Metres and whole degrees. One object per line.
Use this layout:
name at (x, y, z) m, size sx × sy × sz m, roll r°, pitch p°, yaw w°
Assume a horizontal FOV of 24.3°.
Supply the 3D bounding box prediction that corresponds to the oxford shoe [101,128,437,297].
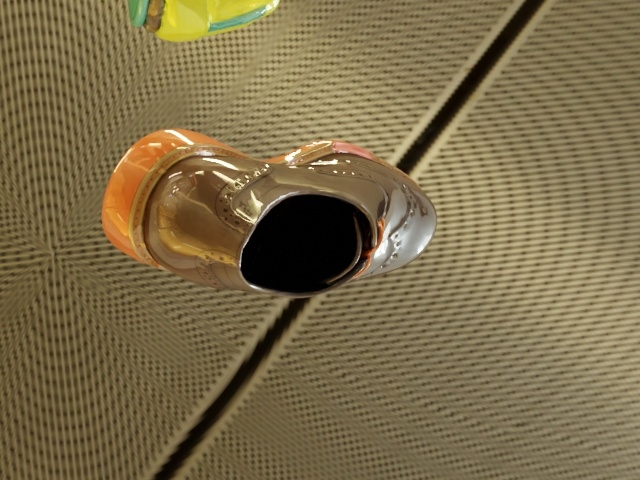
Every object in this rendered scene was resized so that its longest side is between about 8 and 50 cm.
oxford shoe at (0.000, 0.000, 0.843) m, size 0.098 × 0.271 × 0.097 m, roll 27°, pitch -74°, yaw 33°

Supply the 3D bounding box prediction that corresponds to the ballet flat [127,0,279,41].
ballet flat at (-0.067, -0.195, 0.705) m, size 0.077 × 0.077 × 0.231 m, roll -6°, pitch -114°, yaw -16°
